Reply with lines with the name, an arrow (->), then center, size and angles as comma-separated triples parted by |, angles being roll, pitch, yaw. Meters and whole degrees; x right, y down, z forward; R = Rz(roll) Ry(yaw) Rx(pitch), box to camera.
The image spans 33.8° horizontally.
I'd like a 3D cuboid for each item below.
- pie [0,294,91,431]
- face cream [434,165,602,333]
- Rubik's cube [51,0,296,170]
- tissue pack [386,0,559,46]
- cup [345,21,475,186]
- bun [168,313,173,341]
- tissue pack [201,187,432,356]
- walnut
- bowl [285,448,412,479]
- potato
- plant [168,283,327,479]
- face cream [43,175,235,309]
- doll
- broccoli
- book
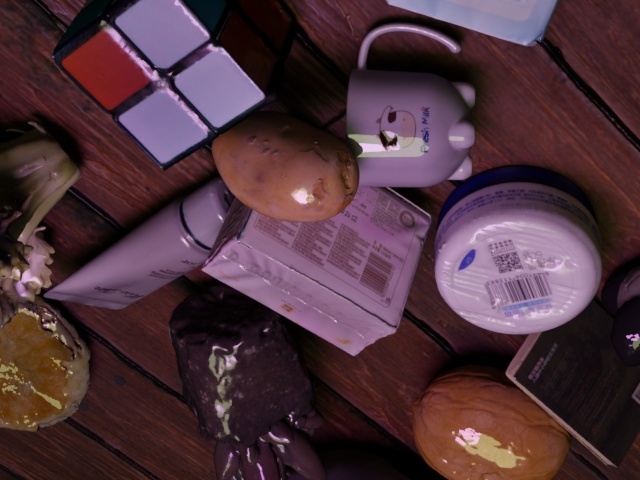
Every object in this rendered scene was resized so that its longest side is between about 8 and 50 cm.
pie -> -0.483, 0.168, 1.587 | 0.306, 0.071, 0.306 | 3, 128, 3
face cream -> 0.245, 0.018, 1.314 | 0.206, 0.111, 0.206 | 6, 130, 7
Rubik's cube -> -0.150, -0.218, 1.137 | 0.167, 0.183, 0.180 | -29, 121, 28
tissue pack -> 0.183, -0.338, 1.041 | 0.177, 0.089, 0.263 | 16, 133, -2
cup -> 0.105, -0.145, 1.207 | 0.142, 0.173, 0.134 | 2, 161, 6
bun -> -0.183, 0.134, 1.524 | 0.083, 0.045, 0.083 | 2, 126, 3
tissue pack -> 0.000, 0.000, 1.282 | 0.225, 0.185, 0.124 | 31, 146, -16
walnut -> 0.238, 0.266, 1.477 | 0.225, 0.193, 0.193 | 18, 130, -6
bowl -> 0.039, 0.450, 1.648 | 0.353, 0.185, 0.354 | 4, 136, 3
potato -> -0.040, -0.078, 1.137 | 0.178, 0.118, 0.109 | 25, 102, 33
plant -> -0.093, 0.223, 1.468 | 0.181, 0.194, 0.321 | -25, 122, -14
face cream -> -0.221, 0.017, 1.406 | 0.314, 0.089, 0.143 | -29, 154, 32
doll -> 0.459, 0.117, 1.342 | 0.135, 0.143, 0.234 | -34, 117, 24
broccoli -> -0.429, -0.027, 1.305 | 0.281, 0.293, 0.348 | -41, 133, -7
book -> 0.365, 0.180, 1.417 | 0.228, 0.160, 0.024 | 40, 168, -22
